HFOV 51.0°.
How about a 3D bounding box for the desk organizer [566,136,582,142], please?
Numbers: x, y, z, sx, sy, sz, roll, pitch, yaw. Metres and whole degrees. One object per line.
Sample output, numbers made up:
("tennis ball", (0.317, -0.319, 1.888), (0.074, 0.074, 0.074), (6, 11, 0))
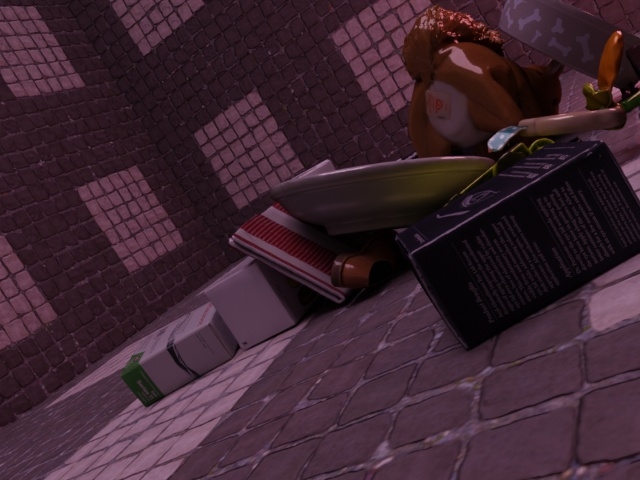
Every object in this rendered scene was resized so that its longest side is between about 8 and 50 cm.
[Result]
("desk organizer", (0.372, -0.112, 0.972), (0.047, 0.050, 0.130), (-30, 6, 19))

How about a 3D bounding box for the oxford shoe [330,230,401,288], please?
("oxford shoe", (0.100, 0.039, 1.133), (0.076, 0.076, 0.212), (10, 22, 28))

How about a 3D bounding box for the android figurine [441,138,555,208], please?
("android figurine", (0.235, -0.056, 0.986), (0.248, 0.056, 0.273), (-40, -9, 2))

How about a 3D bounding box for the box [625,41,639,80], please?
("box", (0.467, -0.194, 0.742), (0.191, 0.143, 0.381), (-29, 4, 27))

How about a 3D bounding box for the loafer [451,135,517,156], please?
("loafer", (0.420, -0.266, 1.865), (0.130, 0.133, 0.366), (-2, 0, -28))

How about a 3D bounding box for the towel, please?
("towel", (0.000, 0.000, 1.265), (0.329, 0.237, 0.037), (-41, -25, -60))

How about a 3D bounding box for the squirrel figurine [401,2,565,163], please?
("squirrel figurine", (0.379, -0.364, 1.507), (0.370, 0.397, 0.281), (-19, -14, -33))

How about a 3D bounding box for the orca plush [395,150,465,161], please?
("orca plush", (0.222, -0.130, 1.623), (0.287, 0.151, 0.102), (-30, 38, 17))

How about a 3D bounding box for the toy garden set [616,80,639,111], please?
("toy garden set", (0.674, -0.323, 1.214), (0.204, 0.049, 0.244), (-33, 6, -18))

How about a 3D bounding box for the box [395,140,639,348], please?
("box", (0.192, -0.003, 0.676), (0.207, 0.108, 0.153), (-31, 6, 6))

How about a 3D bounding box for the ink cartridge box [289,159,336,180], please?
("ink cartridge box", (0.008, -0.058, 1.591), (0.131, 0.226, 0.306), (-31, 4, -4))

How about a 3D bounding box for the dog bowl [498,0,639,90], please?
("dog bowl", (0.529, -0.424, 1.395), (0.102, 0.349, 0.349), (-64, -10, 25))

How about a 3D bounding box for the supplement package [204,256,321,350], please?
("supplement package", (-0.085, 0.082, 1.296), (0.134, 0.139, 0.244), (-30, 7, 28))

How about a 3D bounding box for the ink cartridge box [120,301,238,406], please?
("ink cartridge box", (-0.263, 0.211, 1.309), (0.208, 0.087, 0.153), (-30, 13, 12))

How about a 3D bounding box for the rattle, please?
("rattle", (0.337, -0.210, 0.987), (0.200, 0.142, 0.130), (1, 29, 35))

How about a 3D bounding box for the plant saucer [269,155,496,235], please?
("plant saucer", (0.112, -0.068, 1.194), (0.401, 0.100, 0.400), (-7, -1, 0))
